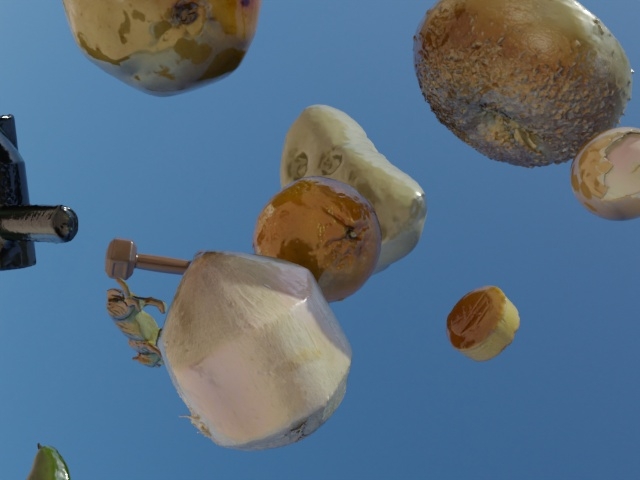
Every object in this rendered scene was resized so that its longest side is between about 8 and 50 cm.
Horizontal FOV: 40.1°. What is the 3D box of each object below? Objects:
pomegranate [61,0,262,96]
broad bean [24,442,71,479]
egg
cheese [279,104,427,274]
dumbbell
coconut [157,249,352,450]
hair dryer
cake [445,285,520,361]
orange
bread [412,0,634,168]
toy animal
[{"bbox_3d":[-0.233,-0.362,1.315,0.319,0.319,0.319,-20,-119,40],"label":"pomegranate"},{"bbox_3d":[-0.248,0.307,0.815,0.065,0.046,0.254,-28,-123,11],"label":"broad bean"},{"bbox_3d":[0.253,-0.054,0.745,0.080,0.096,0.080,0,-104,2],"label":"egg"},{"bbox_3d":[0.056,-0.091,1.501,0.328,0.130,0.351,-13,-111,54],"label":"cheese"},{"bbox_3d":[-0.319,0.049,1.779,0.082,0.231,0.092,-100,-158,-57],"label":"dumbbell"},{"bbox_3d":[-0.084,0.119,1.028,0.224,0.234,0.224,-36,-162,13],"label":"coconut"},{"bbox_3d":[-0.446,-0.074,1.298,0.302,0.116,0.244,2,-81,44],"label":"hair dryer"},{"bbox_3d":[0.176,0.091,0.965,0.084,0.044,0.084,-37,-150,25],"label":"cake"},{"bbox_3d":[-0.002,0.001,1.190,0.177,0.178,0.155,-65,-166,4],"label":"orange"},{"bbox_3d":[0.259,-0.208,1.169,0.306,0.305,0.158,1,-122,46],"label":"bread"},{"bbox_3d":[-0.267,0.128,1.305,0.099,0.241,0.056,11,-126,27],"label":"toy animal"}]
